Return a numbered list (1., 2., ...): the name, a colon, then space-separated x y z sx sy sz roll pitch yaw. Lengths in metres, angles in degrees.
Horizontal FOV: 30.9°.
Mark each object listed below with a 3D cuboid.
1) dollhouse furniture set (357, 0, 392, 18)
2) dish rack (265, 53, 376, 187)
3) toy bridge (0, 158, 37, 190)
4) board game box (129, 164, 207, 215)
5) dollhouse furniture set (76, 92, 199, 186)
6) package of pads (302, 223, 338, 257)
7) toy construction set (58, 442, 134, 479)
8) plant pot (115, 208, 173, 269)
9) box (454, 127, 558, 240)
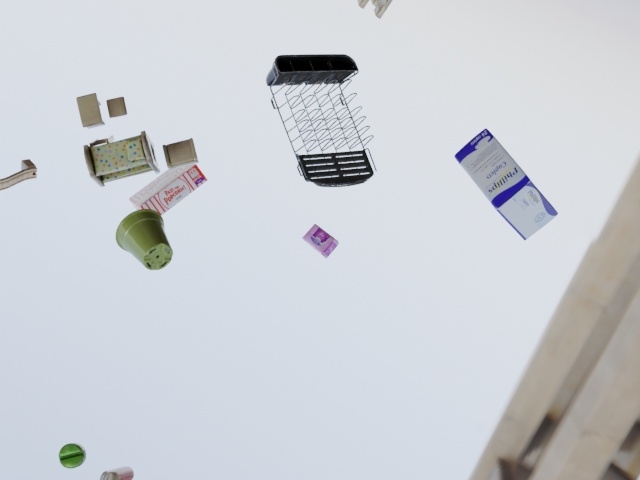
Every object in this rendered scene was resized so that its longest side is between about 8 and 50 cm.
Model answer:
1. dollhouse furniture set: 0.060 -0.574 2.205 0.212 0.161 0.242 27 -156 -18
2. dish rack: 0.013 -0.238 2.308 0.208 0.074 0.271 -9 -108 -37
3. toy bridge: -0.548 -0.100 1.872 0.188 0.026 0.063 -10 -146 -36
4. board game box: -0.327 -0.107 2.468 0.045 0.147 0.193 55 170 -15
5. dollhouse furniture set: -0.324 -0.200 2.022 0.182 0.161 0.101 -14 171 -1
6. package of pads: 0.000 0.000 2.741 0.083 0.050 0.032 38 176 39
7. toy construction set: -0.394 0.404 1.525 0.257 0.309 0.237 45 176 8
8. plant pot: -0.272 0.005 1.830 0.083 0.083 0.079 7 -151 -38
9. box: 0.295 -0.089 1.842 0.126 0.072 0.137 37 -165 -50
